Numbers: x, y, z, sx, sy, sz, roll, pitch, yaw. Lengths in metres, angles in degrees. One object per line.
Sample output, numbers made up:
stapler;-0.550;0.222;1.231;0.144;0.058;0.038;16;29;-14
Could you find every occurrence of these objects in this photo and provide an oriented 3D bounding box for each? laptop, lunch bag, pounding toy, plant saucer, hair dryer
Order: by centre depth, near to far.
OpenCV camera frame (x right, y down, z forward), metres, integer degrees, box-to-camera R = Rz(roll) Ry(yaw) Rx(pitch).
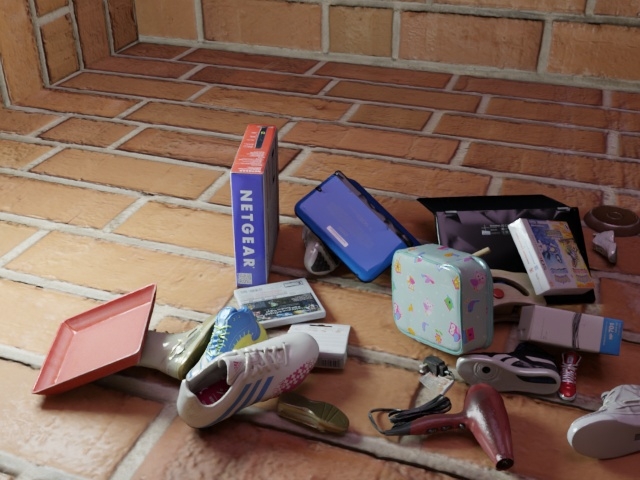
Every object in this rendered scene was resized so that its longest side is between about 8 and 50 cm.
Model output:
hair dryer;0.263;0.361;1.472;0.293;0.080;0.223;22;52;42
plant saucer;-0.478;0.222;1.636;0.259;0.048;0.258;-23;29;10
lunch bag;0.266;0.131;1.661;0.108;0.224;0.279;-12;13;-24
pounding toy;0.393;0.123;1.748;0.269;0.155;0.154;7;48;1
laptop;0.484;0.013;2.026;0.382;0.236;0.408;-2;68;-3
plant saucer;0.870;-0.063;2.214;0.168;0.029;0.168;0;31;0

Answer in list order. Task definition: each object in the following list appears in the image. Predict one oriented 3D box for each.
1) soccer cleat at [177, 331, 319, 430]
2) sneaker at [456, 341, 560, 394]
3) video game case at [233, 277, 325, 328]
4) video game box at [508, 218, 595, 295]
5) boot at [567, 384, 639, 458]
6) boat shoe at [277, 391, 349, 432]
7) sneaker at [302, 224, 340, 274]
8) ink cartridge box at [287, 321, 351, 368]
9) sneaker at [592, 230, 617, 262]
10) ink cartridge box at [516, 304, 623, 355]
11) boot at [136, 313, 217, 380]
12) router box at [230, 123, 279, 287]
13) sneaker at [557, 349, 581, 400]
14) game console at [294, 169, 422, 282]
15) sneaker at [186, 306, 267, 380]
soccer cleat;-0.135;0.264;1.505;0.331;0.143;0.116;-28;55;-26
sneaker;0.401;0.266;1.614;0.217;0.079;0.121;10;26;5
video game case;-0.103;0.156;1.840;0.190;0.022;0.173;-9;28;-16
video game box;0.561;0.040;1.809;0.205;0.048;0.187;1;65;-41
boot;0.578;0.348;1.465;0.258;0.095;0.123;1;23;-15
boat shoe;-0.016;0.353;1.497;0.153;0.048;0.056;16;28;14
sneaker;0.000;0.000;2.056;0.118;0.110;0.292;-14;29;25
ink cartridge box;-0.009;0.237;1.709;0.145;0.045;0.179;3;12;6
sneaker;0.783;0.020;2.056;0.061;0.054;0.152;-2;23;15
ink cartridge box;0.543;0.197;1.639;0.191;0.082;0.139;11;-6;4
boot;-0.324;0.223;1.683;0.165;0.077;0.213;9;32;20
router box;-0.166;-0.095;1.966;0.082;0.335;0.301;3;30;3
sneaker;0.527;0.281;1.584;0.042;0.067;0.118;8;31;14
game console;0.108;-0.032;2.024;0.250;0.173;0.293;-39;73;-17
sneaker;-0.218;0.220;1.622;0.091;0.126;0.240;-12;12;36
